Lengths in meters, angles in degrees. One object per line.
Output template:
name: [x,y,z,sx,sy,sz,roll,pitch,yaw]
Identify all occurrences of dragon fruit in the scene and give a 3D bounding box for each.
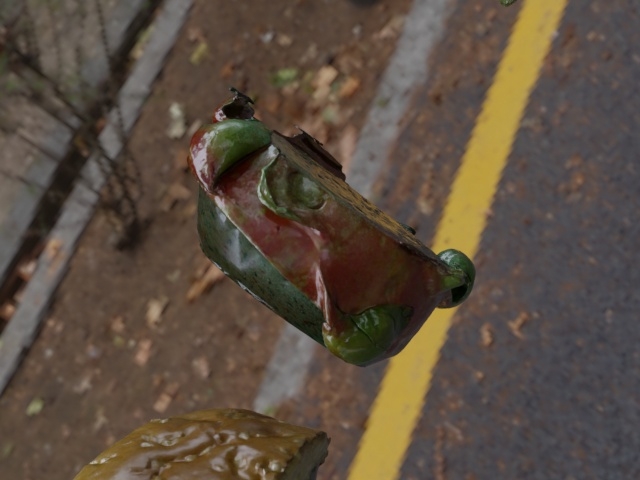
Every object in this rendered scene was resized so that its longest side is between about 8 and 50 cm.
dragon fruit: [0.000,0.000,1.269,0.130,0.295,0.268,-55,20,5]

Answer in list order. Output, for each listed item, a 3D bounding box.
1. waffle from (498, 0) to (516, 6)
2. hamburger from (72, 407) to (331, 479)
waffle: [0.160,-0.341,1.616,0.036,0.183,0.169,-37,61,-11]
hamburger: [-0.133,0.259,1.293,0.209,0.162,0.330,11,32,14]
